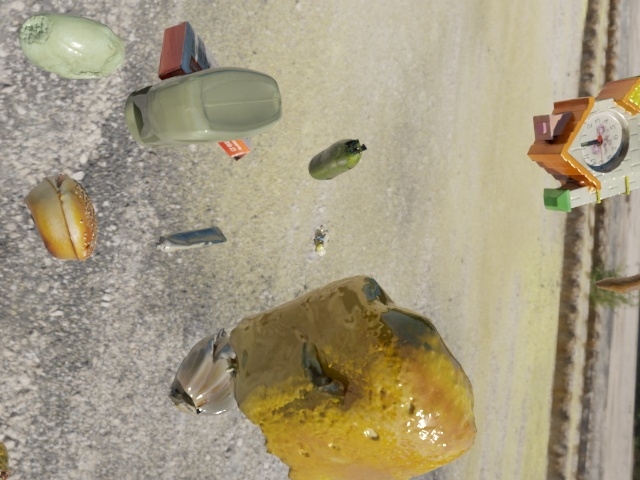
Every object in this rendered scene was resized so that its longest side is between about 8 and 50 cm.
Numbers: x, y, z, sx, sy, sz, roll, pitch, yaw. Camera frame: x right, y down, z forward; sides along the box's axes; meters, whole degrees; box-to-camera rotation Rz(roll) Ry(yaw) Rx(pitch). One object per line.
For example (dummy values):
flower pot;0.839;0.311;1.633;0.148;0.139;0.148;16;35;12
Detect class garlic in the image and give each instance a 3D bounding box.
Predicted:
garlic;-0.342;0.413;1.538;0.292;0.210;0.238;-49;119;-40

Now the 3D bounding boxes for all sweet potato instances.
sweet potato;0.699;0.091;1.121;0.044;0.179;0.044;9;75;-37

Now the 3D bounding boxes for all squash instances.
squash;0.045;-0.212;1.313;0.087;0.331;0.087;1;87;-18

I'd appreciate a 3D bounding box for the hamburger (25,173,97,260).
hamburger;-0.644;-0.054;1.288;0.147;0.236;0.237;-24;114;-23

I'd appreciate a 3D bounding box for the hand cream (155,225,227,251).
hand cream;-0.298;-0.003;1.167;0.165;0.057;0.037;-11;140;-38

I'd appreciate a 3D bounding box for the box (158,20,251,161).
box;-0.192;-0.256;0.899;0.229;0.049;0.123;50;31;-53

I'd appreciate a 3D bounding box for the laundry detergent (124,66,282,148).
laundry detergent;-0.182;-0.182;0.724;0.181;0.253;0.091;-20;108;-39

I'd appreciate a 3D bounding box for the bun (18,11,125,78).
bun;-0.539;-0.415;1.112;0.221;0.221;0.109;-5;98;-55

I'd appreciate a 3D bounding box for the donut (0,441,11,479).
donut;-0.672;0.417;0.950;0.181;0.146;0.078;20;46;-39

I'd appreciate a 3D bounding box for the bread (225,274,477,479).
bread;0.059;0.258;0.868;0.361;0.394;0.250;50;41;-20

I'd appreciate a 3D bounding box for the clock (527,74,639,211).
clock;0.537;-0.186;0.981;0.255;0.106;0.220;-16;103;-16

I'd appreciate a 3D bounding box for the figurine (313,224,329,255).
figurine;0.000;0.000;1.463;0.050;0.047;0.084;58;32;-76
